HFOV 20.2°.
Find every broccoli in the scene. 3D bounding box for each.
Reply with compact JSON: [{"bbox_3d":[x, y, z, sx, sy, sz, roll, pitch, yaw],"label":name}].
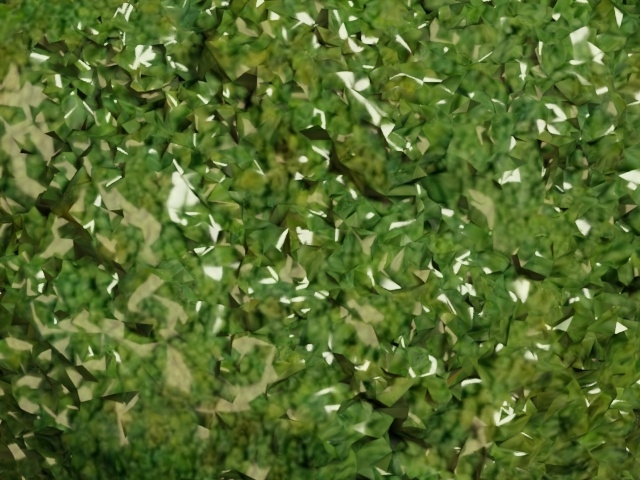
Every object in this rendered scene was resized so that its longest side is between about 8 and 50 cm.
[{"bbox_3d":[0.001,0.009,0.634,0.413,0.310,0.321,-1,73,16],"label":"broccoli"}]
